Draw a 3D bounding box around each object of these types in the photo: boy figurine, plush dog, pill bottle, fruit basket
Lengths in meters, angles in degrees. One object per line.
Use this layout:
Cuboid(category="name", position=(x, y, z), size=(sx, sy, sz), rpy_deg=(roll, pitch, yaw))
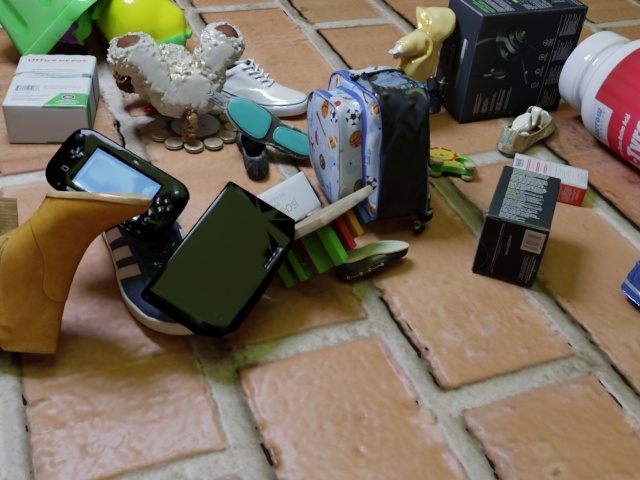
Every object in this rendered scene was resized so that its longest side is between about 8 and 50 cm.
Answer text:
Cuboid(category="boy figurine", position=(0.180, -0.355, 1.539), size=(0.092, 0.177, 0.285), rpy_deg=(23, 85, 28))
Cuboid(category="plush dog", position=(-0.284, -0.320, 1.515), size=(0.262, 0.211, 0.225), rpy_deg=(-13, 24, -17))
Cuboid(category="pill bottle", position=(0.672, -0.253, 1.508), size=(0.229, 0.229, 0.408), rpy_deg=(-14, 42, -24))
Cuboid(category="fruit basket", position=(-0.493, -0.516, 1.731), size=(0.392, 0.283, 0.392), rpy_deg=(35, 38, -33))

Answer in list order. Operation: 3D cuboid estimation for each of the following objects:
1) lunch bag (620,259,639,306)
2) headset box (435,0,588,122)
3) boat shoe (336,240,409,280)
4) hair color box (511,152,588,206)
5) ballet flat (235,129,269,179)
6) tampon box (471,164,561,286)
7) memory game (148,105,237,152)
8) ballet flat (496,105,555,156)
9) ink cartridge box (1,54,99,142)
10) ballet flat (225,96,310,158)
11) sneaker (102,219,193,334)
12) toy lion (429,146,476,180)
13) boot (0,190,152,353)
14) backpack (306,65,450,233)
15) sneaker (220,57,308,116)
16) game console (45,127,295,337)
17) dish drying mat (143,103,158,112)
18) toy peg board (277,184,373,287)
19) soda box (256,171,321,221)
Cuboid(category="lunch bag", position=(0.528, 0.082, 1.200), size=(0.067, 0.065, 0.098), rpy_deg=(1, 35, -31))
Cuboid(category="headset box", position=(0.392, -0.401, 1.646), size=(0.283, 0.246, 0.131), rpy_deg=(-11, 41, -19))
Cuboid(category="boat shoe", position=(0.084, 0.030, 1.229), size=(0.133, 0.042, 0.049), rpy_deg=(-16, 23, -25))
Cuboid(category="hair color box", position=(0.431, -0.116, 1.453), size=(0.141, 0.043, 0.072), rpy_deg=(16, 40, 12))
Cuboid(category="ballet flat", position=(-0.126, -0.180, 1.457), size=(0.057, 0.049, 0.173), rpy_deg=(-4, 39, -15))
Cuboid(category="tampon box", position=(0.326, -0.026, 1.263), size=(0.101, 0.120, 0.161), rpy_deg=(16, 40, 14))
Cuboid(category="memory game", position=(-0.251, -0.227, 1.532), size=(0.186, 0.012, 0.186), rpy_deg=(3, 39, -2))
Cuboid(category="ballet flat", position=(0.437, -0.239, 1.588), size=(0.073, 0.067, 0.206), rpy_deg=(27, 43, 26))
Cuboid(category="ink cartridge box", position=(-0.522, -0.281, 1.504), size=(0.153, 0.087, 0.208), rpy_deg=(-1, 40, -8))
Cuboid(category="ballet flat", position=(-0.099, -0.208, 1.451), size=(0.188, 0.070, 0.070), rpy_deg=(31, 37, -13))
Cuboid(category="sneaker", position=(-0.257, -0.008, 1.145), size=(0.131, 0.148, 0.350), rpy_deg=(-19, 45, -28))
Cuboid(category="toy lion", position=(0.250, -0.156, 1.494), size=(0.100, 0.034, 0.096), rpy_deg=(8, 31, 3))
Cuboid(category="boot", position=(-0.347, 0.043, 1.009), size=(0.295, 0.211, 0.104), rpy_deg=(-3, 0, 21))
Cuboid(category="backpack", position=(0.085, -0.180, 1.341), size=(0.213, 0.277, 0.263), rpy_deg=(-1, 26, -10))
Cuboid(category="sneaker", position=(-0.146, -0.331, 1.611), size=(0.258, 0.091, 0.094), rpy_deg=(17, 40, 14))
Cuboid(category="game console", position=(-0.228, -0.027, 1.078), size=(0.361, 0.044, 0.213), rpy_deg=(31, 63, 6))
Cuboid(category="dish drying mat", position=(-0.334, -0.282, 1.583), size=(0.032, 0.008, 0.083), rpy_deg=(5, 31, 14))
Cuboid(category="toy peg board", position=(0.000, 0.000, 1.191), size=(0.161, 0.079, 0.160), rpy_deg=(-25, 6, 36))
Cuboid(category="soda box", position=(-0.099, -0.035, 1.228), size=(0.216, 0.074, 0.069), rpy_deg=(-35, 98, -44))
